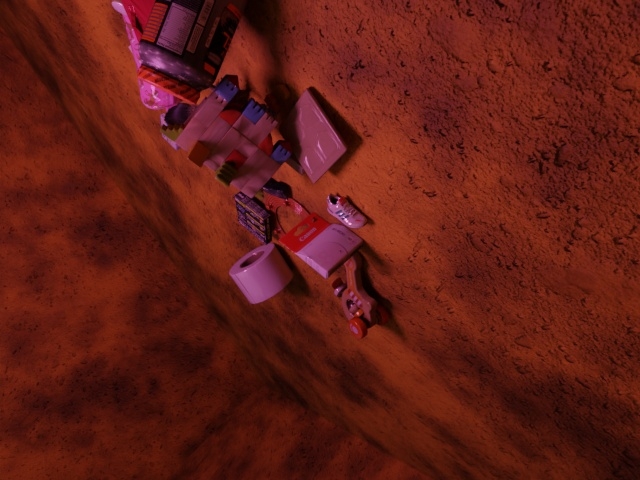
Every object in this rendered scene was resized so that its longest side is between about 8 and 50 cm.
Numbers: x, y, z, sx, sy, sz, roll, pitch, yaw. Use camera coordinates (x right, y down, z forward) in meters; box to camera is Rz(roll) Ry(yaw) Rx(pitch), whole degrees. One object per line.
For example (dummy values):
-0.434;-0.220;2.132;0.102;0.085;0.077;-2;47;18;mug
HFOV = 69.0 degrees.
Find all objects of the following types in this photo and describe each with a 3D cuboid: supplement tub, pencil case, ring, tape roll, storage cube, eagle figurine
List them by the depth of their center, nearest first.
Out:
-0.337;-0.546;1.213;0.207;0.338;0.207;24;-173;-3;supplement tub
-0.432;-0.667;1.373;0.193;0.215;0.183;21;141;32;storage cube
-0.366;-0.440;1.592;0.226;0.225;0.298;42;145;-23;eagle figurine
-0.568;-0.647;1.593;0.160;0.167;0.386;0;133;-5;pencil case
-0.110;-0.045;1.881;0.337;0.032;0.336;34;148;25;ring
-0.268;0.147;2.122;0.246;0.246;0.169;-3;124;56;tape roll

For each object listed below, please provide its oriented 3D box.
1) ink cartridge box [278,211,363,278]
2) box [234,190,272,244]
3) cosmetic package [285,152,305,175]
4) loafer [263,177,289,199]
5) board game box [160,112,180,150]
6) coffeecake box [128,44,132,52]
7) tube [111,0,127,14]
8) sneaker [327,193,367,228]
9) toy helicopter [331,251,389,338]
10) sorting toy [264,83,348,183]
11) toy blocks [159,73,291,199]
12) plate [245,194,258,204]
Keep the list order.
0.000;0.000;1.612;0.232;0.189;0.066;40;150;18;ink cartridge box
-0.288;-0.095;2.003;0.191;0.045;0.184;38;148;24;box
-0.081;-0.272;1.526;0.115;0.060;0.041;42;152;16;cosmetic package
-0.189;-0.197;1.774;0.170;0.062;0.061;28;150;36;loafer
-0.686;-0.498;2.136;0.103;0.026;0.154;44;152;8;board game box
-0.634;-0.683;1.784;0.142;0.068;0.185;5;130;50;coffeecake box
-0.553;-0.795;1.391;0.070;0.240;0.062;17;172;11;tube
0.081;-0.099;1.512;0.161;0.057;0.075;34;155;31;sneaker
0.124;0.181;1.772;0.235;0.140;0.355;30;137;48;toy helicopter
-0.048;-0.347;1.396;0.307;0.041;0.229;57;146;5;sorting toy
-0.238;-0.318;1.405;0.381;0.261;0.190;37;-163;-28;toy blocks
-0.315;-0.128;2.076;0.188;0.024;0.188;36;149;25;plate
